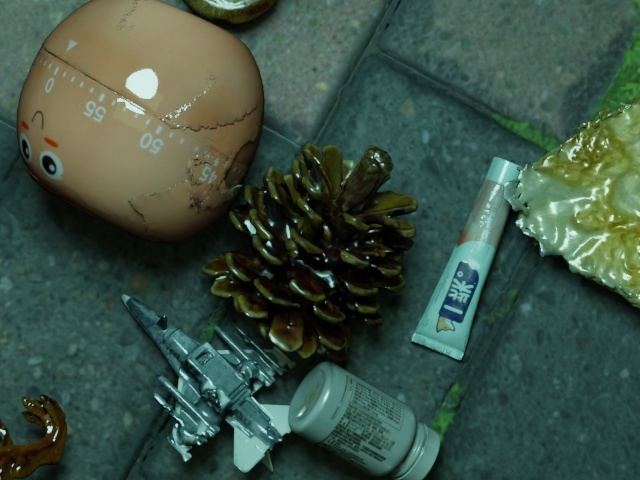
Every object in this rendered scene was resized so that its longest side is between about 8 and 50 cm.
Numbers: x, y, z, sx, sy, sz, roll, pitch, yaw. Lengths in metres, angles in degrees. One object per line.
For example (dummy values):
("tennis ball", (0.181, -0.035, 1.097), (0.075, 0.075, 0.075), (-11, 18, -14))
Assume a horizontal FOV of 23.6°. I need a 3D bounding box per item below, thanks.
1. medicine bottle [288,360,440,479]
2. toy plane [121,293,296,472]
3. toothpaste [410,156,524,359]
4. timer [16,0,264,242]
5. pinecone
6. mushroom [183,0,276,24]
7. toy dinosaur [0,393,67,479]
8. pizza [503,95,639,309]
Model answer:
("medicine bottle", (0.044, 0.183, 1.502), (0.140, 0.079, 0.079), (31, 86, -18))
("toy plane", (-0.111, 0.132, 1.513), (0.160, 0.082, 0.234), (-40, 89, -30))
("toothpaste", (0.154, 0.017, 1.552), (0.056, 0.036, 0.205), (22, 90, 1))
("timer", (-0.169, -0.115, 1.451), (0.229, 0.229, 0.215), (23, 92, 0))
("pinecone", (0.000, -0.001, 1.481), (0.185, 0.168, 0.212), (23, 99, -14))
("mushroom", (-0.092, -0.280, 1.535), (0.127, 0.087, 0.127), (1, 85, -6))
("toy dinosaur", (-0.306, 0.255, 1.479), (0.432, 0.097, 0.208), (24, 64, -17))
("pizza", (0.456, -0.021, 1.541), (0.435, 0.080, 0.392), (-36, 88, -2))
